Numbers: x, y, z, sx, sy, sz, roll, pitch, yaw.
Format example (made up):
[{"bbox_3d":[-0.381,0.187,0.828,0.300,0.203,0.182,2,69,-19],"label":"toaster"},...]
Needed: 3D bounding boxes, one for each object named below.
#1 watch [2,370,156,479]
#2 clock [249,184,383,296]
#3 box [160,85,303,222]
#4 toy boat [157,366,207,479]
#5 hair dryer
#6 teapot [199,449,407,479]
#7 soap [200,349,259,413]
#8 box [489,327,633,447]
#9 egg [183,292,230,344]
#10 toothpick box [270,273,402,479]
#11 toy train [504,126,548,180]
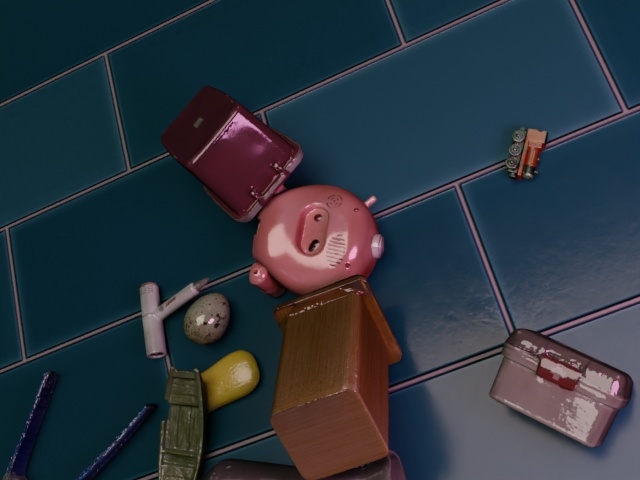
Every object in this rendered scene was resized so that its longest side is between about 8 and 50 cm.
[{"bbox_3d":[-0.488,0.423,1.806,0.276,0.068,0.274,12,72,25],"label":"watch"},{"bbox_3d":[0.000,0.000,1.714,0.241,0.142,0.227,5,74,19],"label":"clock"},{"bbox_3d":[-0.184,-0.182,1.766,0.193,0.167,0.294,-49,30,-2],"label":"box"},{"bbox_3d":[-0.263,0.387,1.709,0.093,0.055,0.293,3,84,20],"label":"toy boat"},{"bbox_3d":[-0.286,0.138,1.811,0.183,0.044,0.155,-24,65,28],"label":"hair dryer"},{"bbox_3d":[-0.023,0.499,1.499,0.344,0.253,0.300,-11,84,13],"label":"teapot"},{"bbox_3d":[-0.195,0.277,1.749,0.168,0.033,0.089,-28,65,11],"label":"soap"},{"bbox_3d":[0.392,0.238,1.473,0.210,0.148,0.129,24,93,27],"label":"box"},{"bbox_3d":[-0.223,0.153,1.776,0.085,0.085,0.110,17,72,26],"label":"egg"},{"bbox_3d":[0.023,0.230,1.510,0.187,0.190,0.308,-20,23,13],"label":"toothpick box"},{"bbox_3d":[0.380,-0.159,1.672,0.064,0.044,0.103,13,77,14],"label":"toy train"}]
